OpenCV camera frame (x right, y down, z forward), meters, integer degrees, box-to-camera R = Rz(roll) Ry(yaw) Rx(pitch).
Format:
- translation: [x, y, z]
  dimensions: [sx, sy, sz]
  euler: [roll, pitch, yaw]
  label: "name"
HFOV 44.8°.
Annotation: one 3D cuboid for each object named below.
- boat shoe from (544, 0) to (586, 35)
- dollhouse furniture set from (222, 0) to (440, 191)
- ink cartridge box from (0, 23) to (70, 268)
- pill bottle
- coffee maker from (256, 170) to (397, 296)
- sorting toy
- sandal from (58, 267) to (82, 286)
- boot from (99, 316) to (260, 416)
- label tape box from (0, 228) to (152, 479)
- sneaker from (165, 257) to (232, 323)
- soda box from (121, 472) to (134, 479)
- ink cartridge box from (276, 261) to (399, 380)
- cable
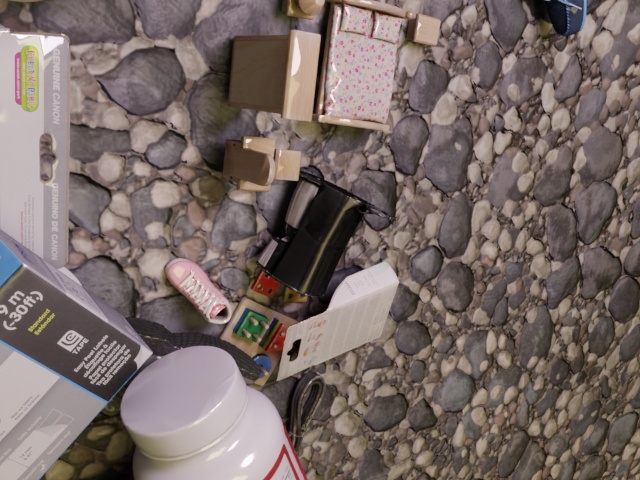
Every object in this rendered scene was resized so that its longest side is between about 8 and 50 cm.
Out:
- translation: [0.386, -0.476, 1.351]
  dimensions: [0.089, 0.109, 0.258]
  euler: [-26, 106, -13]
  label: "boat shoe"
- translation: [0.059, -0.213, 1.167]
  dimensions: [0.355, 0.173, 0.304]
  euler: [1, 102, -33]
  label: "dollhouse furniture set"
- translation: [-0.453, -0.111, 0.934]
  dimensions: [0.271, 0.130, 0.310]
  euler: [-5, 113, -33]
  label: "ink cartridge box"
- translation: [-0.139, 0.368, 1.167]
  dimensions: [0.229, 0.229, 0.408]
  euler: [-30, 122, -19]
  label: "pill bottle"
- translation: [0.000, 0.000, 1.248]
  dimensions: [0.120, 0.171, 0.178]
  euler: [17, 101, -45]
  label: "coffee maker"
- translation: [-0.103, 0.175, 1.337]
  dimensions: [0.132, 0.046, 0.275]
  euler: [29, 92, -38]
  label: "sorting toy"
- translation: [-0.518, 0.138, 1.024]
  dimensions: [0.416, 0.102, 0.170]
  euler: [-27, 107, -29]
  label: "sandal"
- translation: [-0.234, 0.228, 1.243]
  dimensions: [0.246, 0.083, 0.161]
  euler: [19, 103, -17]
  label: "boot"
- translation: [-0.410, 0.128, 0.923]
  dimensions: [0.249, 0.115, 0.348]
  euler: [-48, 136, -6]
  label: "label tape box"
- translation: [-0.187, 0.083, 1.228]
  dimensions: [0.051, 0.070, 0.134]
  euler: [-43, 126, -7]
  label: "sneaker"
- translation: [-0.202, 0.392, 1.338]
  dimensions: [0.263, 0.092, 0.084]
  euler: [-31, 125, -18]
  label: "soda box"
- translation: [0.020, 0.143, 1.355]
  dimensions: [0.224, 0.056, 0.181]
  euler: [-18, 146, -24]
  label: "ink cartridge box"
- translation: [-0.048, 0.390, 1.450]
  dimensions: [0.139, 0.072, 0.287]
  euler: [33, 91, -43]
  label: "cable"
